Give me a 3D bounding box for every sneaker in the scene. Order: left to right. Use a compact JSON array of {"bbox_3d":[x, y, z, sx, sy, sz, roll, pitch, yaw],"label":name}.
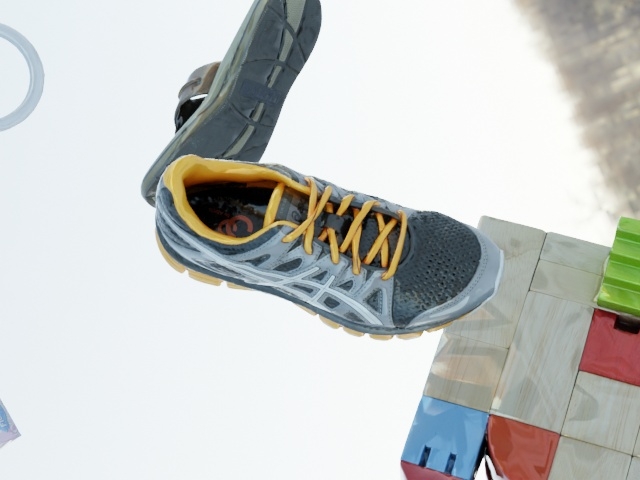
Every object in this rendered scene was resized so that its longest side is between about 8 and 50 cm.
[{"bbox_3d":[0.000,0.000,0.896,0.083,0.215,0.084,79,-159,-64],"label":"sneaker"}]

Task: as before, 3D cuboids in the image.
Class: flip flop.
[{"bbox_3d":[-0.098,-0.152,1.583,0.080,0.277,0.112,35,-170,40],"label":"flip flop"}]

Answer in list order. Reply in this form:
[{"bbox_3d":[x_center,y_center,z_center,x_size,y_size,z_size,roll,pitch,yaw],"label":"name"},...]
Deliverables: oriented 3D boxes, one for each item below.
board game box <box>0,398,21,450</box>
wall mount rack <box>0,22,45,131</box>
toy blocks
[{"bbox_3d":[-0.218,0.092,0.858,0.020,0.090,0.090,-19,-105,-54],"label":"board game box"},{"bbox_3d":[-0.432,-0.090,1.400,0.130,0.350,0.304,133,137,-69],"label":"wall mount rack"},{"bbox_3d":[0.209,0.149,1.038,0.190,0.381,0.260,80,-152,-62],"label":"toy blocks"}]
